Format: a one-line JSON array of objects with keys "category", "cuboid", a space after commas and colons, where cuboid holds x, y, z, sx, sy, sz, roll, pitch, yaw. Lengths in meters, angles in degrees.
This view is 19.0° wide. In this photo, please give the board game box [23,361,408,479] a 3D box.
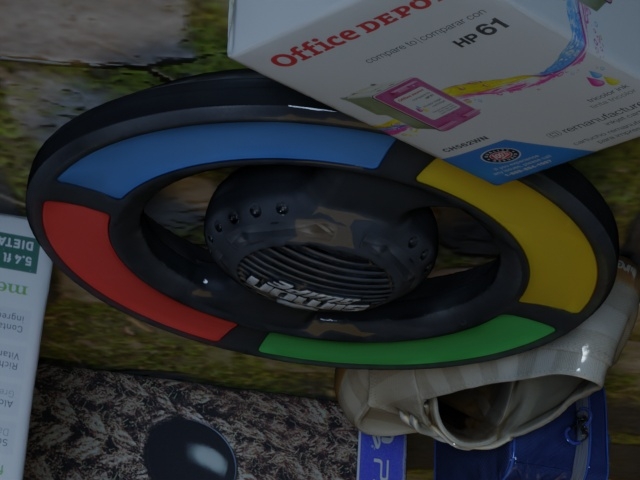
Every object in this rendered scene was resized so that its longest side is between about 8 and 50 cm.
[{"category": "board game box", "cuboid": [-0.114, 0.199, 1.014, 0.291, 0.232, 0.141, 8, 157, -13]}]

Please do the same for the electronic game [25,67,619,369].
[{"category": "electronic game", "cuboid": [0.000, 0.000, 0.740, 0.229, 0.048, 0.229, 6, 155, 3]}]

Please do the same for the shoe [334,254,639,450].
[{"category": "shoe", "cuboid": [0.068, 0.063, 0.884, 0.076, 0.058, 0.219, 14, 155, -23]}]

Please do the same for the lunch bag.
[{"category": "lunch bag", "cuboid": [0.106, 0.103, 0.964, 0.065, 0.067, 0.098, 12, 155, -21]}]

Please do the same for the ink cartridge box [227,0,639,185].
[{"category": "ink cartridge box", "cuboid": [0.045, -0.068, 0.581, 0.122, 0.052, 0.088, 24, 150, -37]}]

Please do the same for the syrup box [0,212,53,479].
[{"category": "syrup box", "cuboid": [-0.174, 0.108, 0.794, 0.093, 0.237, 0.096, 10, 157, -13]}]
